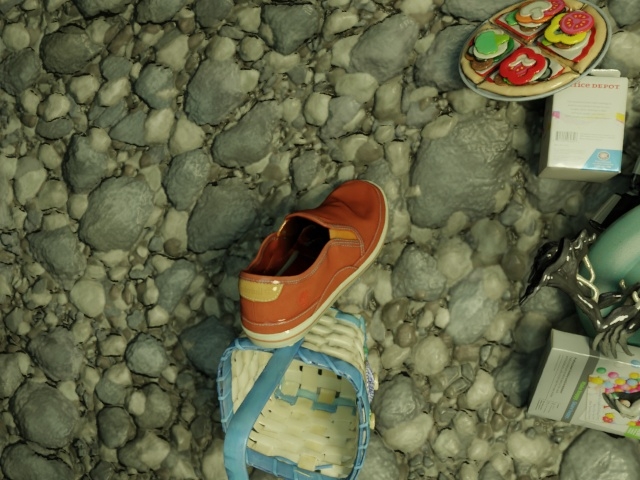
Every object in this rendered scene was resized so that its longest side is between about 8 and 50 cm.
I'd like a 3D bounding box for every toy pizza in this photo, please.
[{"bbox_3d":[0.285,-0.270,0.872,0.201,0.032,0.201,-15,51,19],"label":"toy pizza"}]

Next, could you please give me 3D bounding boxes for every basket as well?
[{"bbox_3d":[-0.039,0.224,0.804,0.201,0.289,0.254,13,127,18],"label":"basket"}]

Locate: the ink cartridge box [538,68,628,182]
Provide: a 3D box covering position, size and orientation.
[{"bbox_3d":[0.355,-0.158,0.873,0.092,0.090,0.143,7,87,11],"label":"ink cartridge box"}]

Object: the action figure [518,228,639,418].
[{"bbox_3d":[0.355,0.104,0.705,0.276,0.164,0.140,33,113,7],"label":"action figure"}]

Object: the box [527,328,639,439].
[{"bbox_3d":[0.377,0.192,0.830,0.186,0.038,0.145,10,133,10],"label":"box"}]

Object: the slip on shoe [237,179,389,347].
[{"bbox_3d":[0.000,0.000,0.837,0.123,0.331,0.101,8,126,29],"label":"slip on shoe"}]

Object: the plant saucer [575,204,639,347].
[{"bbox_3d":[0.475,0.077,0.766,0.318,0.043,0.317,9,126,12],"label":"plant saucer"}]

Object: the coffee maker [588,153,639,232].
[{"bbox_3d":[0.454,-0.055,0.807,0.120,0.171,0.178,25,100,-19],"label":"coffee maker"}]
